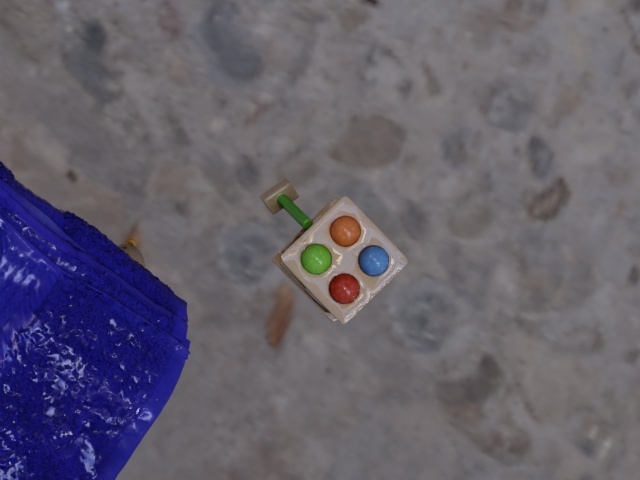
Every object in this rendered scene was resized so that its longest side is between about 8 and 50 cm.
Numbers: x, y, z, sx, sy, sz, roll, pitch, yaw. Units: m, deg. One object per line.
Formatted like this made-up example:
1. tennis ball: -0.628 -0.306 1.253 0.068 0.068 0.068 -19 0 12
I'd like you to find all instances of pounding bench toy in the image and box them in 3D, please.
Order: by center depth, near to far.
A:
1. pounding bench toy: 0.000 0.000 1.065 0.052 0.065 0.083 -44 93 -5

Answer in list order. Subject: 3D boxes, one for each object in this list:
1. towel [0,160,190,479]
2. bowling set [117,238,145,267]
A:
1. towel: -0.225 0.049 1.056 0.308 0.076 0.228 40 69 -29
2. bowling set: -0.259 0.085 1.756 0.200 0.154 0.287 92 4 -66
